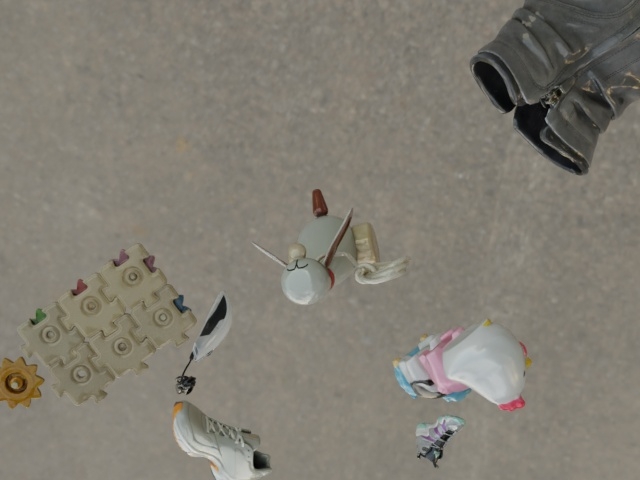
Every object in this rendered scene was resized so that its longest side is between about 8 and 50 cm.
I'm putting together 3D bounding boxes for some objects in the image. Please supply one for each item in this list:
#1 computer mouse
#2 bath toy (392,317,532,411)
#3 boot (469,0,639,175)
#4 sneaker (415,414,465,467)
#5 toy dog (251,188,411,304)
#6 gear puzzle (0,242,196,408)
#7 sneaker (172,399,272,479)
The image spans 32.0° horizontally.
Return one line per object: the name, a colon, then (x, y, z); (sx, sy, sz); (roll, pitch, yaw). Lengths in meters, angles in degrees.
computer mouse: (-0.188, 0.173, 1.873); (0.042, 0.193, 0.106); (25, 160, 1)
bath toy: (0.219, 0.185, 1.621); (0.129, 0.151, 0.348); (52, 168, 1)
boot: (0.314, -0.155, 1.157); (0.338, 0.223, 0.118); (34, 170, -18)
sneaker: (0.172, 0.291, 1.600); (0.038, 0.069, 0.098); (22, 149, -23)
toy dog: (0.000, 0.000, 1.815); (0.220, 0.333, 0.161); (-18, 94, -8)
gear puzzle: (-0.366, 0.159, 1.748); (0.339, 0.044, 0.175); (-35, 101, 4)
sneaker: (-0.189, 0.389, 2.202); (0.121, 0.099, 0.262); (-23, 129, 19)
